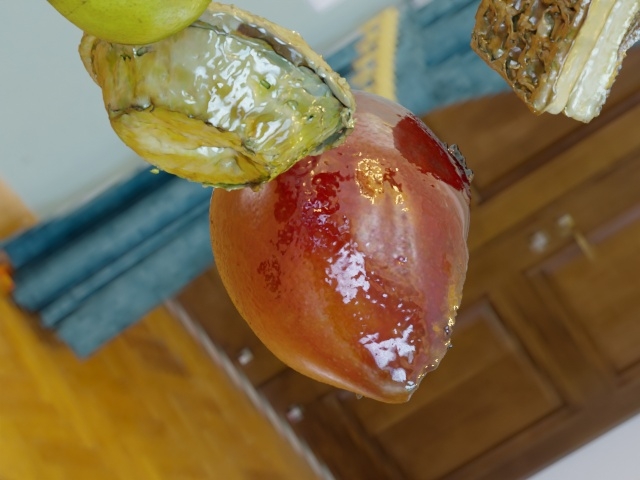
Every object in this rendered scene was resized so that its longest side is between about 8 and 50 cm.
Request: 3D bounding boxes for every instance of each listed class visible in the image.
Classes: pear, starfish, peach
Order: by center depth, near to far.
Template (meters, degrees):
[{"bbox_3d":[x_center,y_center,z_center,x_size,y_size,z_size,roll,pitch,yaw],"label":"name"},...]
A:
[{"bbox_3d":[-0.113,-0.193,1.071,0.141,0.104,0.141,39,35,-34],"label":"pear"},{"bbox_3d":[0.222,-0.153,1.143,0.016,0.092,0.086,29,25,-45],"label":"starfish"},{"bbox_3d":[0.000,0.000,1.627,0.201,0.258,0.362,26,29,-24],"label":"peach"}]

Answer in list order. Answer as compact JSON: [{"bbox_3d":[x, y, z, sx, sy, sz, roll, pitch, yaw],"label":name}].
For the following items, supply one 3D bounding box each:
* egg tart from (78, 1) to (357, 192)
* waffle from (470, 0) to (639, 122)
[{"bbox_3d":[-0.077,-0.096,1.250,0.212,0.212,0.090,39,62,-50],"label":"egg tart"},{"bbox_3d":[0.273,-0.295,1.829,0.091,0.308,0.213,12,25,-23],"label":"waffle"}]
